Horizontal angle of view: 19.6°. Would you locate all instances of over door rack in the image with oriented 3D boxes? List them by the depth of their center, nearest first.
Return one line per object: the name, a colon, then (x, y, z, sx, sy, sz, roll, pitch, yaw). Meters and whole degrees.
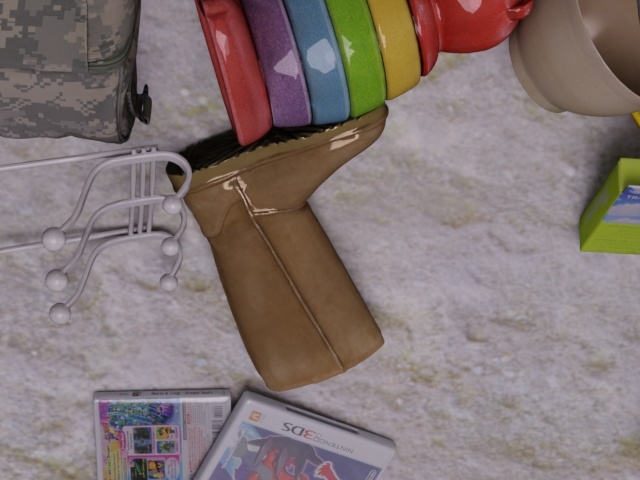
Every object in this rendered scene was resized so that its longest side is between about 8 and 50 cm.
over door rack: (-0.286, -0.006, 1.706, 0.324, 0.108, 0.239, 2, 160, -6)

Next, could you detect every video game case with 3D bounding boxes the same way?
video game case: (-0.165, 0.227, 1.956, 0.143, 0.019, 0.157, -1, 119, -3)
video game case: (-0.044, 0.269, 1.969, 0.183, 0.023, 0.201, 21, 113, -22)

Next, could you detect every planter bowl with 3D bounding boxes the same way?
planter bowl: (0.243, -0.181, 1.704, 0.109, 0.162, 0.162, -25, 121, 40)

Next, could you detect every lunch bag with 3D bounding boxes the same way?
lunch bag: (-0.302, -0.196, 1.615, 0.305, 0.212, 0.256, 2, 135, -2)

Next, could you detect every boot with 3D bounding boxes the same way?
boot: (0.000, 0.000, 1.814, 0.236, 0.089, 0.269, -17, 118, 17)

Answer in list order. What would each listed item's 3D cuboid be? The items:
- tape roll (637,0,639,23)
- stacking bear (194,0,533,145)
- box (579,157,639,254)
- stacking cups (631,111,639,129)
tape roll: (0.411, -0.248, 1.597, 0.286, 0.286, 0.100, -11, 119, 2)
stacking bear: (0.043, -0.200, 1.673, 0.289, 0.175, 0.164, -16, 116, -4)
box: (0.322, -0.033, 1.780, 0.109, 0.042, 0.178, 3, 159, -6)
stacking cups: (0.437, -0.190, 1.749, 0.316, 0.096, 0.096, -33, 115, 7)
